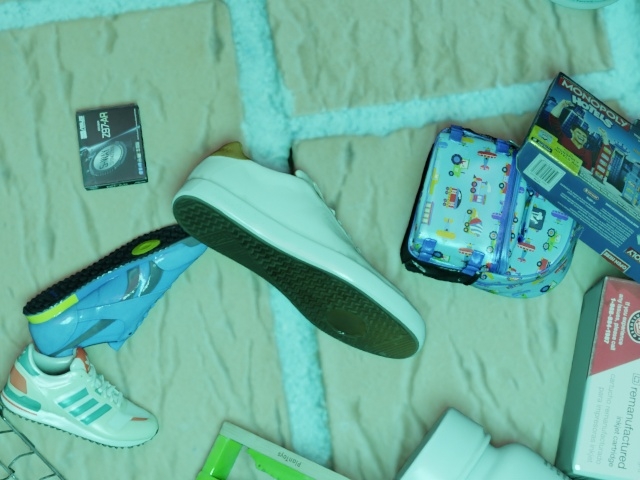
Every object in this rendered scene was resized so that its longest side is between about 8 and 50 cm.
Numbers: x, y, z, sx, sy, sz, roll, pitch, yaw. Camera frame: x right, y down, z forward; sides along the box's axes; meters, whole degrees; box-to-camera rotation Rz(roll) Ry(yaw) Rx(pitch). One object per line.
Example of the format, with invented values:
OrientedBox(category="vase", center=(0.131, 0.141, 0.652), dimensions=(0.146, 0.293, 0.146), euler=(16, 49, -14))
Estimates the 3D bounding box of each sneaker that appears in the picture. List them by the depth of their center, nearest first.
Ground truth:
OrientedBox(category="sneaker", center=(-0.230, 0.150, 1.364), dimensions=(0.161, 0.057, 0.075), euler=(19, 107, -13))
OrientedBox(category="sneaker", center=(0.000, 0.000, 1.394), dimensions=(0.290, 0.106, 0.123), euler=(37, 52, -7))
OrientedBox(category="sneaker", center=(-0.196, 0.055, 1.409), dimensions=(0.209, 0.069, 0.082), euler=(-31, 111, -12))

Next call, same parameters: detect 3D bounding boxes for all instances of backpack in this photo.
OrientedBox(category="backpack", center=(0.181, -0.023, 1.390), dimensions=(0.173, 0.117, 0.158), euler=(18, 81, 0))

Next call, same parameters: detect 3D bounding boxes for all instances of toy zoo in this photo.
OrientedBox(category="toy zoo", center=(-0.083, 0.338, 1.317), dimensions=(0.192, 0.030, 0.293), euler=(17, 78, 39))

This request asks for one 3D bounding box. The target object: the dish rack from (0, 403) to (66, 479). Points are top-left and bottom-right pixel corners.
OrientedBox(category="dish rack", center=(-0.317, 0.302, 1.354), dimensions=(0.271, 0.074, 0.208), euler=(44, 84, 7))

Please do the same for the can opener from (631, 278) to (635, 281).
OrientedBox(category="can opener", center=(0.404, -0.068, 1.418), dimensions=(0.093, 0.074, 0.280), euler=(27, 81, 4))

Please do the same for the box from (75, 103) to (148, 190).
OrientedBox(category="box", center=(-0.219, -0.098, 1.451), dimensions=(0.067, 0.018, 0.083), euler=(-7, 80, -2))

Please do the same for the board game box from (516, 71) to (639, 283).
OrientedBox(category="board game box", center=(0.287, -0.070, 1.363), dimensions=(0.194, 0.060, 0.194), euler=(36, 38, -3))

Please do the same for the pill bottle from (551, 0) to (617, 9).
OrientedBox(category="pill bottle", center=(0.282, -0.337, 1.368), dimensions=(0.146, 0.264, 0.146), euler=(0, 80, 0))

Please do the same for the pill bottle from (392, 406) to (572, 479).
OrientedBox(category="pill bottle", center=(0.198, 0.295, 1.311), dimensions=(0.283, 0.160, 0.160), euler=(37, 82, 6))

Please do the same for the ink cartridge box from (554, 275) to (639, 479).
OrientedBox(category="ink cartridge box", center=(0.386, 0.162, 1.357), dimensions=(0.272, 0.114, 0.197), euler=(11, 79, 1))
